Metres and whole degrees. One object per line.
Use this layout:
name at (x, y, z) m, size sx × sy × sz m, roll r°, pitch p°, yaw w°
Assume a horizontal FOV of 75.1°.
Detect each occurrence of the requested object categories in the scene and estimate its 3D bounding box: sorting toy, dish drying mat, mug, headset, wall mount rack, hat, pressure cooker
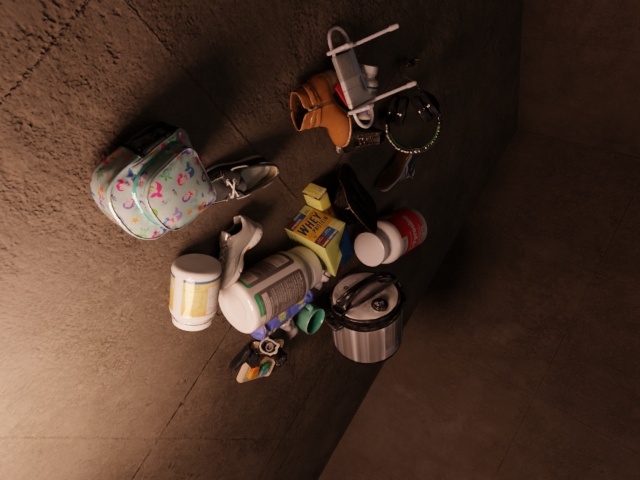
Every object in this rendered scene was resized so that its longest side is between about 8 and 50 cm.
sorting toy at (-0.252, 0.522, 1.810) m, size 0.208 × 0.038 × 0.193 m, roll 17°, pitch 98°, yaw -58°
dish drying mat at (0.075, -0.500, 1.421) m, size 0.083 × 0.008 × 0.032 m, roll 46°, pitch 53°, yaw -45°
mug at (-0.055, 0.338, 1.910) m, size 0.129 × 0.097 × 0.157 m, roll -9°, pitch 119°, yaw -53°
headset at (0.399, -0.581, 1.811) m, size 0.185 × 0.244 × 0.394 m, roll -57°, pitch 140°, yaw -62°
wall mount rack at (0.174, -0.581, 1.424) m, size 0.304 × 0.131 × 0.350 m, roll -39°, pitch 115°, yaw -37°
hat at (0.119, -0.150, 1.735) m, size 0.134 × 0.331 × 0.331 m, roll -28°, pitch 158°, yaw 23°
pressure cooker at (0.230, 0.354, 2.059) m, size 0.369 × 0.376 × 0.420 m, roll -73°, pitch 160°, yaw -48°

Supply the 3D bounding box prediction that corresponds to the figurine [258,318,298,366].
figurine at (-0.166, 0.424, 1.798) m, size 0.209 × 0.092 × 0.214 m, roll 71°, pitch 37°, yaw -56°

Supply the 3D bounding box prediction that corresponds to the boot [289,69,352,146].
boot at (0.004, -0.415, 1.417) m, size 0.220 × 0.109 × 0.283 m, roll -46°, pitch 139°, yaw -37°

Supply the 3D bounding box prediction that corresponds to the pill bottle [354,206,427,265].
pill bottle at (0.358, -0.017, 2.131) m, size 0.408 × 0.229 × 0.228 m, roll -26°, pitch 132°, yaw -46°

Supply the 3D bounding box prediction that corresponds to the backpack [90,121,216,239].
backpack at (-0.395, -0.129, 0.998) m, size 0.253 × 0.191 × 0.225 m, roll -42°, pitch 144°, yaw -23°

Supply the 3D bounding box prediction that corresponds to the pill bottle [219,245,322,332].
pill bottle at (-0.170, 0.162, 1.509) m, size 0.361 × 0.204 × 0.204 m, roll -28°, pitch 134°, yaw -42°

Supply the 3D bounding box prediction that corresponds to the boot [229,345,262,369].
boot at (-0.299, 0.491, 1.687) m, size 0.121 × 0.045 × 0.099 m, roll -50°, pitch 132°, yaw -15°

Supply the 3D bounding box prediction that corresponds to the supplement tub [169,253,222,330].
supplement tub at (-0.378, 0.155, 1.255) m, size 0.144 × 0.144 × 0.199 m, roll -18°, pitch 127°, yaw -50°

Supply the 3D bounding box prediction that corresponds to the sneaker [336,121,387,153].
sneaker at (0.166, -0.407, 1.668) m, size 0.222 × 0.118 × 0.083 m, roll -42°, pitch 142°, yaw -32°

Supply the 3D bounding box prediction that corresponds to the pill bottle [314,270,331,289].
pill bottle at (0.005, 0.120, 1.829) m, size 0.180 × 0.108 × 0.108 m, roll -60°, pitch 149°, yaw -5°

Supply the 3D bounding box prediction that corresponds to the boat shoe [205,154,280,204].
boat shoe at (-0.251, -0.179, 1.247) m, size 0.302 × 0.091 × 0.114 m, roll -38°, pitch 140°, yaw -35°

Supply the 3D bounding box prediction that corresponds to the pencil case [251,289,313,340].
pencil case at (-0.162, 0.267, 1.678) m, size 0.306 × 0.119 × 0.133 m, roll -35°, pitch 126°, yaw -37°

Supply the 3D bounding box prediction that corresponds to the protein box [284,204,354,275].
protein box at (0.000, 0.000, 1.642) m, size 0.136 × 0.201 × 0.199 m, roll -50°, pitch 146°, yaw -21°

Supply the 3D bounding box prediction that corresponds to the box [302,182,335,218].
box at (0.003, -0.122, 1.670) m, size 0.058 × 0.087 × 0.232 m, roll -50°, pitch 145°, yaw -22°

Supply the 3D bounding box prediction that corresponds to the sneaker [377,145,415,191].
sneaker at (0.386, -0.321, 2.076) m, size 0.282 × 0.099 × 0.153 m, roll -56°, pitch 146°, yaw -18°

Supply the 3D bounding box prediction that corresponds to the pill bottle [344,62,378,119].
pill bottle at (0.155, -0.555, 1.551) m, size 0.112 × 0.112 × 0.186 m, roll -22°, pitch 129°, yaw -47°

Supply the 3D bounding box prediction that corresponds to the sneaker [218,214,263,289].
sneaker at (-0.298, 0.031, 1.347) m, size 0.121 × 0.099 × 0.262 m, roll 45°, pitch 67°, yaw -50°
